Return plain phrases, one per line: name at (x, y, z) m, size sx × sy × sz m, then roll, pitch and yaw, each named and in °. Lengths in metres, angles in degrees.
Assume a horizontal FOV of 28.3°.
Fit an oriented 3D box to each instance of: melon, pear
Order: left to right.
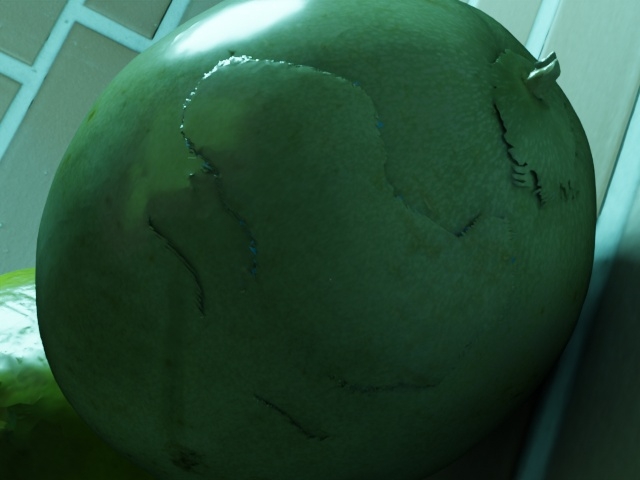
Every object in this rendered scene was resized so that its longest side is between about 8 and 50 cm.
pear at (-0.198, 0.153, 0.898) m, size 0.321 × 0.269 × 0.269 m, roll -24°, pitch -1°, yaw -18°
melon at (0.000, 0.000, 0.667) m, size 0.330 × 0.268 × 0.269 m, roll -40°, pitch 24°, yaw 42°
